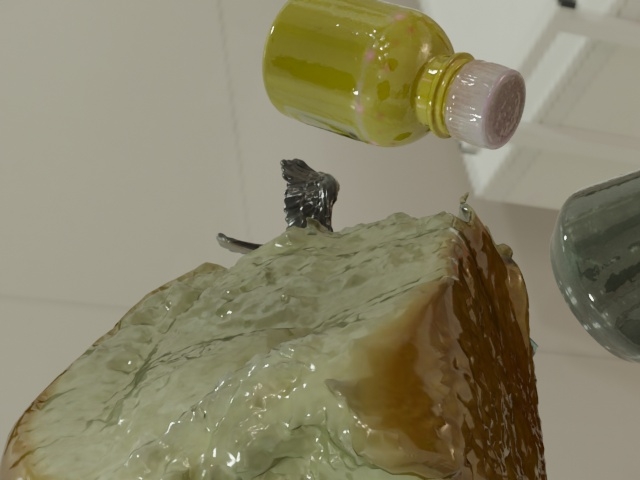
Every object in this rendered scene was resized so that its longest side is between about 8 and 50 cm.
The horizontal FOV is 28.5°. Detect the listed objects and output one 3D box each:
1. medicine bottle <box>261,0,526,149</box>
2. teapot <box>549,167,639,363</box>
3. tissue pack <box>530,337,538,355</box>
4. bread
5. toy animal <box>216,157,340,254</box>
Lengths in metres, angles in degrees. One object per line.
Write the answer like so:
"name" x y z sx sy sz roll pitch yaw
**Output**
"medicine bottle" 0.065 -0.136 1.060 0.213 0.122 0.121 22 107 33
"teapot" 0.476 -0.031 1.531 0.344 0.253 0.300 -36 27 36
"tissue pack" 0.145 0.090 1.177 0.074 0.094 0.058 -1 52 53
"bread" -0.009 0.144 0.563 0.250 0.225 0.279 -58 -41 -67
"toy animal" 0.003 0.013 1.361 0.272 0.197 0.160 -71 -6 -56
